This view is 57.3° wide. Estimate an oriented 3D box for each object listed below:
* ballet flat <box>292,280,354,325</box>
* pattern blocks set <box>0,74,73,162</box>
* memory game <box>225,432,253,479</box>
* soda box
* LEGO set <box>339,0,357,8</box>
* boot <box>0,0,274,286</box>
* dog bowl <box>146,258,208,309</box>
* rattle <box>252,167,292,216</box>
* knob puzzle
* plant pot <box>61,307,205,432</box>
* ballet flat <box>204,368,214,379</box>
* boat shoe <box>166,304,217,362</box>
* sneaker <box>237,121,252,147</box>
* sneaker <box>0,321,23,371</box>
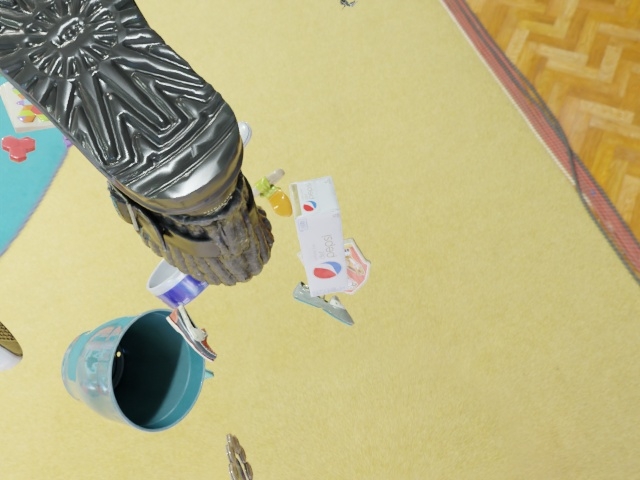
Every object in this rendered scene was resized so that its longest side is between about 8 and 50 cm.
[{"bbox_3d":[0.015,0.183,1.751,0.213,0.072,0.068,24,90,19],"label":"ballet flat"},{"bbox_3d":[-0.766,-0.363,1.572,0.285,0.026,0.325,-27,69,-34],"label":"pattern blocks set"},{"bbox_3d":[-0.136,0.440,1.060,0.012,0.186,0.186,-20,62,-4],"label":"memory game"},{"bbox_3d":[0.000,0.000,0.935,0.069,0.216,0.074,-11,52,-2],"label":"soda box"},{"bbox_3d":[0.021,-0.356,0.837,0.023,0.054,0.083,-48,49,20],"label":"LEGO set"},{"bbox_3d":[-0.183,-0.114,0.560,0.131,0.260,0.348,-36,77,-9],"label":"boot"},{"bbox_3d":[-0.429,0.091,1.888,0.265,0.104,0.265,-36,23,18],"label":"dog bowl"},{"bbox_3d":[-0.138,-0.138,1.776,0.143,0.200,0.130,36,75,-6],"label":"rattle"},{"bbox_3d":[0.049,0.089,1.618,0.213,0.213,0.030,3,43,8],"label":"knob puzzle"},{"bbox_3d":[-0.460,0.301,1.378,0.255,0.271,0.271,-7,59,33],"label":"plant pot"},{"bbox_3d":[-0.461,0.407,1.841,0.247,0.083,0.087,25,67,-7],"label":"ballet flat"},{"bbox_3d":[-0.257,0.192,1.201,0.043,0.049,0.137,-44,78,-9],"label":"boat shoe"},{"bbox_3d":[-0.327,-0.282,1.799,0.258,0.091,0.094,-34,81,4],"label":"sneaker"},{"bbox_3d":[-0.546,0.111,0.774,0.290,0.106,0.123,35,83,-11],"label":"sneaker"}]
